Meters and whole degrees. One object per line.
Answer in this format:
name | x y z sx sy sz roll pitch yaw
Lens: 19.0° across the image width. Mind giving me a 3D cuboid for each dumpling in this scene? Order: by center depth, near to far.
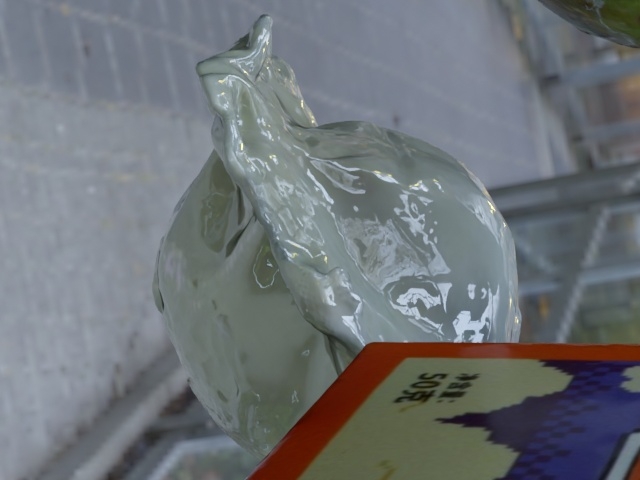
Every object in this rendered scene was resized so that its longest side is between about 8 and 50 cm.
dumpling | 0.000 0.000 0.795 0.258 0.147 0.193 41 25 -77

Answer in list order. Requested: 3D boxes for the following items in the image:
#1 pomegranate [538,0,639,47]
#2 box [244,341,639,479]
pomegranate | 0.200 -0.235 1.086 0.286 0.231 0.231 124 -36 -64
box | 0.092 0.230 0.511 0.348 0.257 0.318 -40 127 -63
